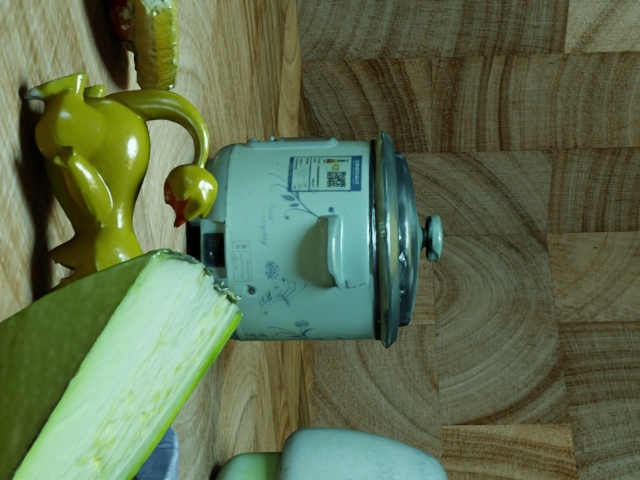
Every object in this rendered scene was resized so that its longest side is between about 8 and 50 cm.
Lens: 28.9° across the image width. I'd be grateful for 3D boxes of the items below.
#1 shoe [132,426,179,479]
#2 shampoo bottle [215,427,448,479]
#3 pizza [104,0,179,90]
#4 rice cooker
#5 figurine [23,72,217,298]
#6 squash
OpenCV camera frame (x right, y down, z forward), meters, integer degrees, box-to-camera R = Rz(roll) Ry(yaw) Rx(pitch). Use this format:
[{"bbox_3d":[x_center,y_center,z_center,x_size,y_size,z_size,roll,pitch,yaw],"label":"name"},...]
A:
[{"bbox_3d":[-0.136,0.247,0.890,0.245,0.095,0.138,-98,-178,-65],"label":"shoe"},{"bbox_3d":[0.023,0.397,1.565,0.322,0.317,0.322,-3,90,-84],"label":"shampoo bottle"},{"bbox_3d":[-0.155,-0.231,1.063,0.188,0.062,0.199,113,-28,-69],"label":"pizza"},{"bbox_3d":[0.000,0.000,1.508,0.316,0.316,0.264,-11,100,-86],"label":"rice cooker"},{"bbox_3d":[-0.131,-0.024,0.846,0.121,0.122,0.176,-33,121,-89],"label":"figurine"},{"bbox_3d":[-0.124,0.123,0.695,0.237,0.204,0.155,63,5,-74],"label":"squash"}]
